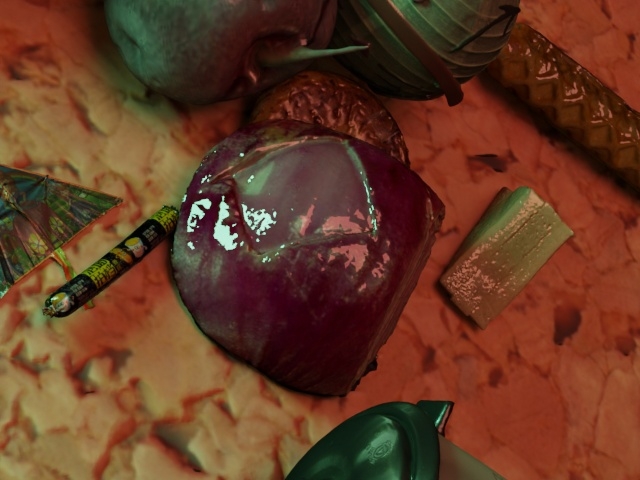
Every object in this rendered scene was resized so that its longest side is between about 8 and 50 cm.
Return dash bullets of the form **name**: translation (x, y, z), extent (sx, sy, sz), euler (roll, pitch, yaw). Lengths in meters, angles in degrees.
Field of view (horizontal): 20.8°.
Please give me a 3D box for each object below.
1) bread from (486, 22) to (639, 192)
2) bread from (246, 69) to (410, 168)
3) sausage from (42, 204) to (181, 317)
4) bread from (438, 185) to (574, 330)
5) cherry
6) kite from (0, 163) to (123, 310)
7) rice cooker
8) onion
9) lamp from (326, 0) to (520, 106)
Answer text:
- **bread**: translation (0.325, -0.127, 1.966), extent (0.367, 0.077, 0.084), euler (34, 52, -19)
- **bread**: translation (0.007, -0.079, 1.709), extent (0.193, 0.064, 0.193), euler (12, 66, -29)
- **sausage**: translation (-0.180, 0.018, 1.530), extent (0.198, 0.025, 0.028), euler (-41, 110, -47)
- **bread**: translation (0.181, 0.017, 1.817), extent (0.152, 0.105, 0.077), euler (-43, 98, -11)
- **cherry**: translation (-0.095, -0.227, 1.619), extent (0.213, 0.183, 0.266), euler (-16, 52, -30)
- **kite**: translation (-0.242, -0.007, 1.510), extent (0.159, 0.010, 0.190), euler (52, 48, -8)
- **rice cooker**: translation (0.061, 0.268, 1.449), extent (0.227, 0.241, 0.280), euler (36, 71, -22)
- **onion**: translation (0.000, 0.000, 1.589), extent (0.247, 0.111, 0.250), euler (34, 70, -18)
- **lamp**: translation (0.083, -0.266, 1.742), extent (0.265, 0.233, 0.233), euler (51, 47, -6)
